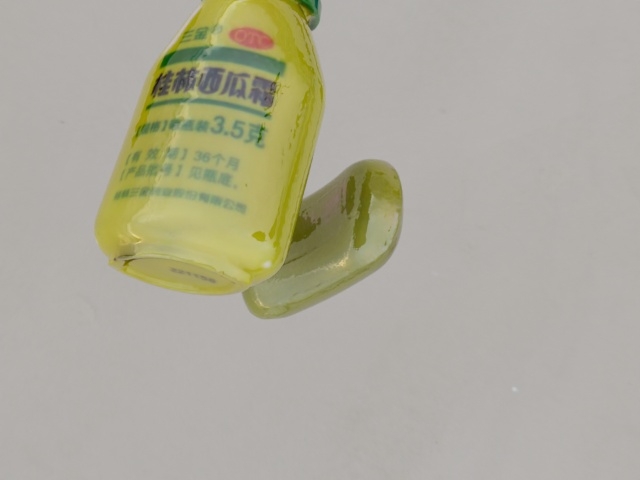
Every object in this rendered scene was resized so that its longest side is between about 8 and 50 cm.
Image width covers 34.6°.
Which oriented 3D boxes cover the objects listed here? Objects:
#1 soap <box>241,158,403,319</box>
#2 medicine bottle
[{"bbox_3d":[0.001,0.001,0.687,0.140,0.089,0.045,-29,130,33],"label":"soap"},{"bbox_3d":[-0.043,-0.115,0.609,0.111,0.076,0.309,8,65,12],"label":"medicine bottle"}]
